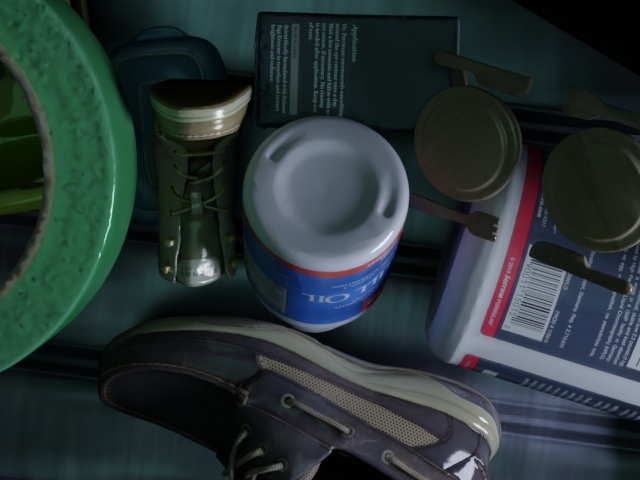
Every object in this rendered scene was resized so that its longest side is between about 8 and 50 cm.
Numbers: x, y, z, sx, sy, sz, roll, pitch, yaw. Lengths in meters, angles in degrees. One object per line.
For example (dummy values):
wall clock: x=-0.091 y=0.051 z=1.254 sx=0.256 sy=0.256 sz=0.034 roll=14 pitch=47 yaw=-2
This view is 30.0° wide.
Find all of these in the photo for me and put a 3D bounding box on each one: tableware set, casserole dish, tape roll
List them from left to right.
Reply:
tape roll: x=-0.295 y=-0.053 z=0.848 sx=0.321 sy=0.077 sz=0.321 roll=0 pitch=97 yaw=3
casserole dish: x=-0.136 y=-0.096 z=1.060 sx=0.114 sy=0.037 sz=0.188 roll=-5 pitch=98 yaw=5
tableware set: x=0.157 y=-0.056 z=0.855 sx=0.194 sy=0.039 sz=0.128 roll=24 pitch=116 yaw=29

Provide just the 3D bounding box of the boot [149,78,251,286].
boot: x=-0.096 y=-0.044 z=0.940 sx=0.077 sy=0.213 sz=0.165 roll=0 pitch=98 yaw=-8

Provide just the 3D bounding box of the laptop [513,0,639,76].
laptop: x=0.349 y=-0.154 z=0.931 sx=0.382 sy=0.236 sz=0.408 roll=-43 pitch=122 yaw=-25

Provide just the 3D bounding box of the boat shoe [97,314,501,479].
boat shoe: x=-0.023 y=0.161 z=1.013 sx=0.355 sy=0.130 sz=0.132 roll=11 pitch=141 yaw=2

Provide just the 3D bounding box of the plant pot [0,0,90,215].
plant pot: x=-0.297 y=-0.134 z=0.979 sx=0.228 sy=0.207 sz=0.227 roll=-6 pitch=96 yaw=5

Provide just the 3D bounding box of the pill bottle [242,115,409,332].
pill bottle: x=0.000 y=0.000 z=0.962 sx=0.124 sy=0.221 sz=0.124 roll=1 pitch=70 yaw=-2

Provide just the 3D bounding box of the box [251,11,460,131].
box: x=0.032 y=-0.136 z=0.983 sx=0.158 sy=0.156 sz=0.093 roll=3 pitch=96 yaw=3

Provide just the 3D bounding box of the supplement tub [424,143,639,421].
supplement tub: x=0.237 y=0.042 z=0.974 sx=0.272 sy=0.191 sz=0.191 roll=17 pitch=98 yaw=1
